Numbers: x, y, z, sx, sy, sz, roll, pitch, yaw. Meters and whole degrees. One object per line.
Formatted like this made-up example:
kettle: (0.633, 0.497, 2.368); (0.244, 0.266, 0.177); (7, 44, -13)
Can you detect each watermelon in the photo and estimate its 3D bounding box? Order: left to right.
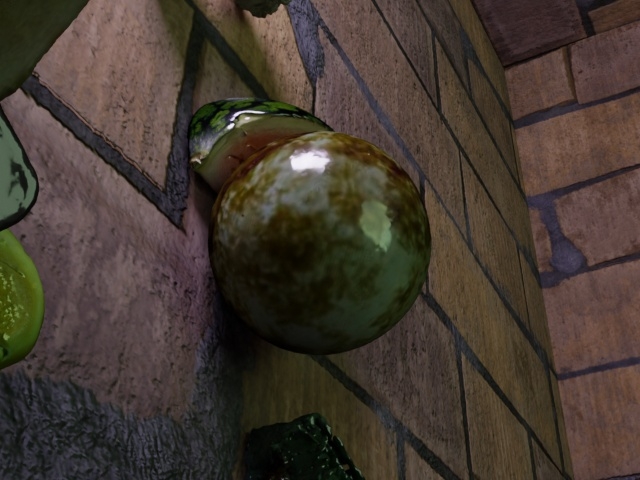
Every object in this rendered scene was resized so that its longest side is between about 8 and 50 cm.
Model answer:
watermelon: (-0.030, -0.099, 1.088); (0.303, 0.128, 0.159); (40, 39, -51)

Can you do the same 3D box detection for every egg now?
egg: (0.000, 0.000, 0.954); (0.289, 0.238, 0.238); (-71, 141, -83)

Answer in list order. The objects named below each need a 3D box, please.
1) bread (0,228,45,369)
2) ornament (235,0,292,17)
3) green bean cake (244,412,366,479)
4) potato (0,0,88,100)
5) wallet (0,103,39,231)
bread: (-0.248, 0.036, 0.566); (0.130, 0.071, 0.139); (67, 28, -17)
ornament: (-0.116, -0.382, 1.107); (0.285, 0.130, 0.120); (18, 44, -62)
green bean cake: (-0.019, 0.300, 0.852); (0.193, 0.107, 0.208); (66, 25, -16)
potato: (-0.211, -0.210, 0.595); (0.112, 0.255, 0.269); (2, 72, -65)
wallet: (-0.313, -0.023, 0.405); (0.377, 0.051, 0.197); (-38, 107, -50)
